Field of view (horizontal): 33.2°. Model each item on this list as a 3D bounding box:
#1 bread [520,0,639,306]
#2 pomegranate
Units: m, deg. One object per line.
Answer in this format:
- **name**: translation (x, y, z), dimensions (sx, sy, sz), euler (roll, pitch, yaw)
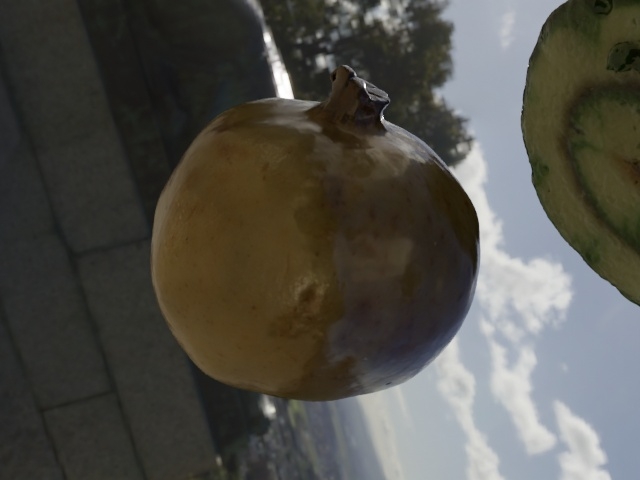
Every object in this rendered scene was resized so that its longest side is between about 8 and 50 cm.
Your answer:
- **bread**: translation (0.368, -0.096, 1.135), dimensions (0.366, 0.129, 0.381), euler (15, -55, 60)
- **pomegranate**: translation (-0.012, 0.013, 0.944), dimensions (0.307, 0.307, 0.307), euler (165, -90, -90)
